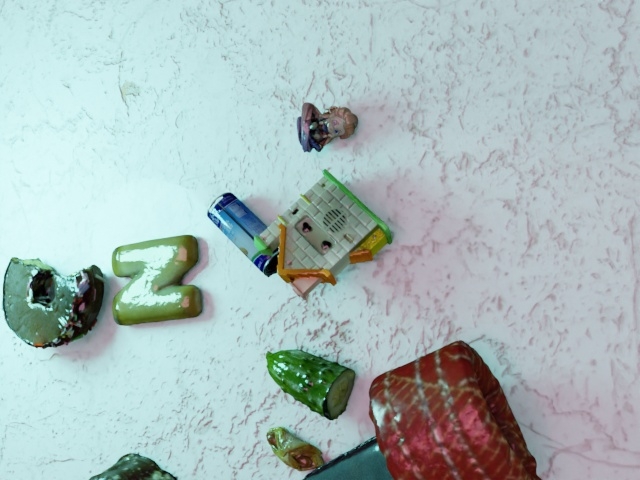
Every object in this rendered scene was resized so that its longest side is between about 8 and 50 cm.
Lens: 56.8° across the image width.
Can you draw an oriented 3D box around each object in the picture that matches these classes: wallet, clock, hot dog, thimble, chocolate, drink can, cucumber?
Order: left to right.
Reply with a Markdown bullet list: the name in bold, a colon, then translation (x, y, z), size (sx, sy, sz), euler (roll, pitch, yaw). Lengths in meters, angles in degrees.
- **chocolate**: translation (-0.487, 0.717, 1.518), size (0.340, 0.210, 0.225), euler (37, 97, 22)
- **drink can**: translation (-0.184, -0.017, 1.520), size (0.235, 0.097, 0.097), euler (42, 102, 20)
- **hot dog**: translation (-0.070, 0.511, 1.435), size (0.169, 0.061, 0.078), euler (22, 95, 24)
- **cucumber**: translation (-0.043, 0.322, 1.417), size (0.244, 0.134, 0.134), euler (20, 93, 34)
- **clock**: translation (0.000, 0.000, 1.393), size (0.255, 0.106, 0.220), euler (-43, 69, -4)
- **wallet**: translation (0.094, 0.585, 1.305), size (0.342, 0.075, 0.237), euler (-42, 52, 31)
- **thimble**: translation (0.262, 0.380, 1.161), size (0.230, 0.350, 0.350), euler (-29, 74, 16)

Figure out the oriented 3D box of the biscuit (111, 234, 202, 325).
- **biscuit**: translation (-0.463, 0.113, 1.648), size (0.290, 0.062, 0.237), euler (-7, 81, 21)

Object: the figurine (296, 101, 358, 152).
- **figurine**: translation (0.012, -0.287, 1.465), size (0.157, 0.114, 0.126), euler (-20, 110, -8)

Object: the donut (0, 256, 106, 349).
- **donut**: translation (-0.785, 0.187, 1.744), size (0.345, 0.136, 0.259), euler (4, 88, 25)
